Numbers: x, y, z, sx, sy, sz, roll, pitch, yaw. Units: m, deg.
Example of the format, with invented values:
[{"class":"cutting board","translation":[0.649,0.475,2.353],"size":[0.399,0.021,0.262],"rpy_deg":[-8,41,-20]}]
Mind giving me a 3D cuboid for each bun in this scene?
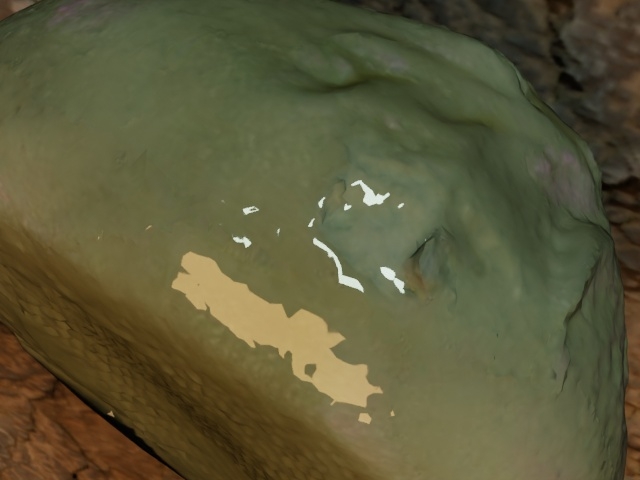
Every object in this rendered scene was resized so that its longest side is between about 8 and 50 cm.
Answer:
[{"class":"bun","translation":[0.000,0.000,0.543],"size":[0.283,0.179,0.283],"rpy_deg":[32,159,14]}]
